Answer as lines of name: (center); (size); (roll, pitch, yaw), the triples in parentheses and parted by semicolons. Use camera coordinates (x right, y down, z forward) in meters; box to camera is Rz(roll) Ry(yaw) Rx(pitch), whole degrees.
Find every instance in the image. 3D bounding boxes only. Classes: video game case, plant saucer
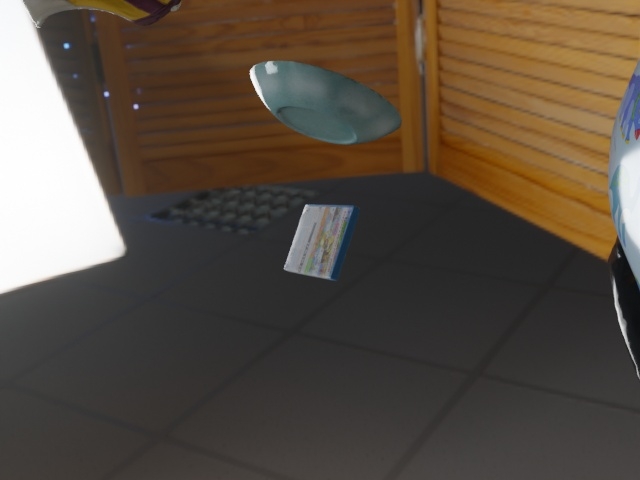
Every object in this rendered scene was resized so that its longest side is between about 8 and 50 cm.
video game case: (0.000, 0.000, 1.347); (0.015, 0.119, 0.166); (22, 173, -27)
plant saucer: (0.001, -0.155, 1.016); (0.195, 0.037, 0.195); (17, 170, 3)

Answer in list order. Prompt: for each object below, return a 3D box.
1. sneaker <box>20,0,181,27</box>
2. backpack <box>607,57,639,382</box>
sneaker: (-0.081, -0.167, 0.467); (0.186, 0.084, 0.069); (-7, -134, -7)
backpack: (0.292, -0.052, 0.450); (0.273, 0.355, 0.290); (20, -141, -13)
